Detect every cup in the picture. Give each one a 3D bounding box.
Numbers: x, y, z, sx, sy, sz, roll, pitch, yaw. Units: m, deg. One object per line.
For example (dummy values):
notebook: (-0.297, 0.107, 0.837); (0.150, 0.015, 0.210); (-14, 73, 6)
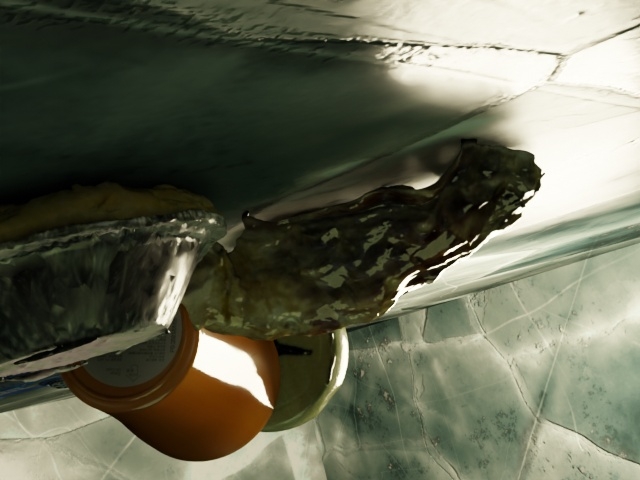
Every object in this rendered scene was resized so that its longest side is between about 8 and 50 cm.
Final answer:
cup: (-0.134, 0.105, 0.846); (0.226, 0.182, 0.264); (-49, 162, -8)

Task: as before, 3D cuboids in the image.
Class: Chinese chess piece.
Chinese chess piece: (-0.061, 0.130, 0.992); (0.189, 0.188, 0.083); (-16, 169, 9)

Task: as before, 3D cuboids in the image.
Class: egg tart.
egg tart: (-0.169, 0.034, 0.549); (0.234, 0.094, 0.234); (-15, 169, -3)

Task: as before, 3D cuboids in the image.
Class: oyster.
oyster: (0.054, 0.002, 0.687); (0.275, 0.100, 0.271); (2, 147, -46)

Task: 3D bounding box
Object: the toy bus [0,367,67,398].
toy bus: (-0.349, 0.131, 0.936); (0.237, 0.079, 0.094); (-16, 155, 11)
